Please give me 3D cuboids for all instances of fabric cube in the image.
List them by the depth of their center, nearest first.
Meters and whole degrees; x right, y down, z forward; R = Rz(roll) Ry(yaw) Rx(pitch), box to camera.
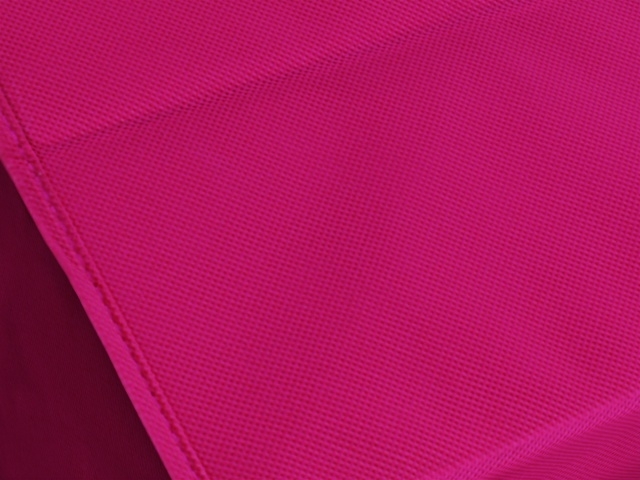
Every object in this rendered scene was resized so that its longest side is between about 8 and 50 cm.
[{"bbox_3d":[0.000,0.000,0.629,0.259,0.258,0.254,61,154,20],"label":"fabric cube"}]
